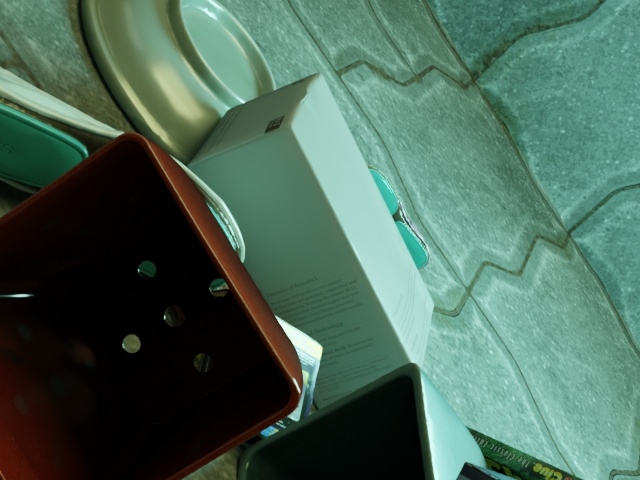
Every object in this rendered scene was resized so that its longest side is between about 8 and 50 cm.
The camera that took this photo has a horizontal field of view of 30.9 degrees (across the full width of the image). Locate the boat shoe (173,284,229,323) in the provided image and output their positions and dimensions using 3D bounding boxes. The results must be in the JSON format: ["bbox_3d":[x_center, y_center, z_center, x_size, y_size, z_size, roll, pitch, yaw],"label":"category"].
[{"bbox_3d":[-0.162,0.026,1.356,0.207,0.073,0.073,57,22,1],"label":"boat shoe"}]

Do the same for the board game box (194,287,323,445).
[{"bbox_3d":[-0.078,0.154,1.326,0.170,0.048,0.141,37,55,-40],"label":"board game box"}]

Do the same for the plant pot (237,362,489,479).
[{"bbox_3d":[0.084,0.333,1.236,0.252,0.247,0.248,44,26,-33],"label":"plant pot"}]

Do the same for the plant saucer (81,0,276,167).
[{"bbox_3d":[-0.166,-0.247,1.669,0.400,0.100,0.400,44,27,-29],"label":"plant saucer"}]

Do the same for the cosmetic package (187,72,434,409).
[{"bbox_3d":[0.000,0.000,1.516,0.385,0.156,0.217,62,21,-17],"label":"cosmetic package"}]

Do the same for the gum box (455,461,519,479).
[{"bbox_3d":[0.229,0.282,1.137,0.157,0.041,0.184,26,-4,32],"label":"gum box"}]

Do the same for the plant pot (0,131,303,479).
[{"bbox_3d":[-0.168,0.084,1.070,0.267,0.267,0.236,58,11,4],"label":"plant pot"}]

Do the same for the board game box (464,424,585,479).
[{"bbox_3d":[0.246,0.286,1.310,0.260,0.030,0.136,19,-32,46],"label":"board game box"}]

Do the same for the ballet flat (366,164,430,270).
[{"bbox_3d":[0.116,-0.043,2.008,0.221,0.077,0.079,53,5,-20],"label":"ballet flat"}]

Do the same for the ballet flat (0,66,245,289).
[{"bbox_3d":[-0.247,-0.084,1.245,0.400,0.139,0.139,30,34,-30],"label":"ballet flat"}]
